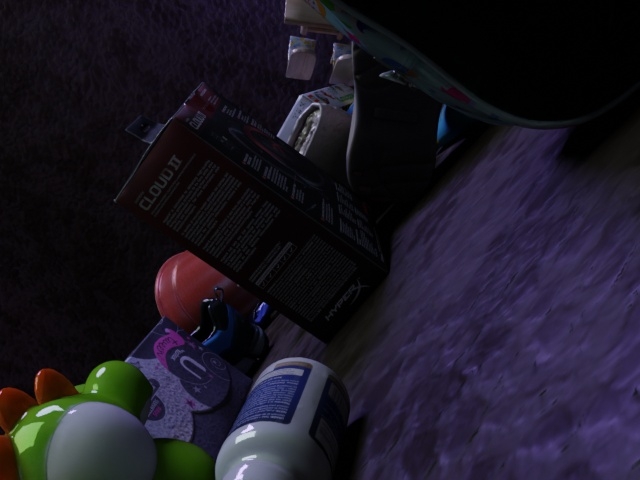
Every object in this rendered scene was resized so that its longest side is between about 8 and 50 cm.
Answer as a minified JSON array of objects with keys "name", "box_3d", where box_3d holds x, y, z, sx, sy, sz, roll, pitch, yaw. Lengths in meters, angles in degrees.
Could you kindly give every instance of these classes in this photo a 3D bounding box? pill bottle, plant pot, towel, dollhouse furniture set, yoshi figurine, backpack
[{"name":"pill bottle","box_3d":[-0.023,0.125,0.437,0.067,0.067,0.120,-50,4,22]},{"name":"plant pot","box_3d":[-0.209,0.087,1.751,0.265,0.272,0.272,-38,12,41]},{"name":"towel","box_3d":[-0.004,-0.053,1.021,0.187,0.049,0.282,1,-55,-48]},{"name":"dollhouse furniture set","box_3d":[0.065,-0.385,1.208,0.161,0.242,0.212,121,154,-73]},{"name":"yoshi figurine","box_3d":[-0.135,0.225,0.464,0.362,0.203,0.203,-91,-3,-62]},{"name":"backpack","box_3d":[0.112,-0.195,0.467,0.225,0.253,0.191,-55,-1,8]}]

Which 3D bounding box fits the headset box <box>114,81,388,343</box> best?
[{"name":"headset box","box_3d":[-0.079,-0.050,0.818,0.110,0.293,0.218,-51,14,16]}]

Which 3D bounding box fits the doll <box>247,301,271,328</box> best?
[{"name":"doll","box_3d":[-0.127,0.157,1.545,0.189,0.046,0.129,-57,9,35]}]

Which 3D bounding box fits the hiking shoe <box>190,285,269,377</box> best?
[{"name":"hiking shoe","box_3d":[-0.216,0.225,1.141,0.113,0.132,0.304,-7,41,55]}]

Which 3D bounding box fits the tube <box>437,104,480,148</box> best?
[{"name":"tube","box_3d":[0.176,-0.163,0.953,0.080,0.052,0.207,-59,1,-3]}]

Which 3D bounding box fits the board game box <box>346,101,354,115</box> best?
[{"name":"board game box","box_3d":[0.065,-0.137,1.284,0.302,0.086,0.308,-54,-6,-7]}]

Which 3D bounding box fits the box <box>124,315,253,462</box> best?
[{"name":"box","box_3d":[-0.207,0.229,0.924,0.142,0.163,0.247,-52,4,17]}]

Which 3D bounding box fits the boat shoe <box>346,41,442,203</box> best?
[{"name":"boat shoe","box_3d":[0.095,-0.211,0.847,0.130,0.132,0.356,-82,4,-51]}]

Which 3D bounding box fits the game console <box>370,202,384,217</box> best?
[{"name":"game console","box_3d":[0.137,-0.106,1.125,0.124,0.085,0.144,0,44,44]}]

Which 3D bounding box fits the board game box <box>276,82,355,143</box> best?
[{"name":"board game box","box_3d":[-0.051,-0.110,1.215,0.305,0.053,0.193,-57,-8,26]}]
